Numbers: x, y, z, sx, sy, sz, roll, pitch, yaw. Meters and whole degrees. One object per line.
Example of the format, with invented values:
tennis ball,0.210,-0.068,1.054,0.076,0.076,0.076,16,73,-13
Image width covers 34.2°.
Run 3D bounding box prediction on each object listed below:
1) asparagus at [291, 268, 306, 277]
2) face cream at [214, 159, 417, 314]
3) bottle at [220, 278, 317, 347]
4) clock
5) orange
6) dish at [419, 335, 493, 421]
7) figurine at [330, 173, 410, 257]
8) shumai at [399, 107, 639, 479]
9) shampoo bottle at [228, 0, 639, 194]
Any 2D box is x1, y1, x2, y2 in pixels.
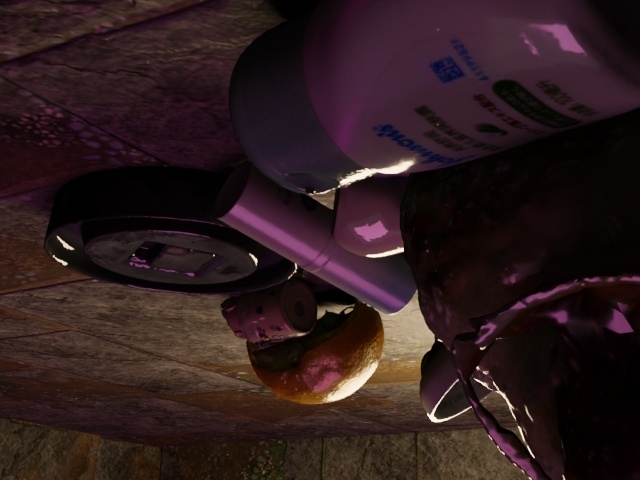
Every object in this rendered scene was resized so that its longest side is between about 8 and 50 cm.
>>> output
asparagus,-0.099,0.055,1.586,0.162,0.016,0.016,-4,-173,17
face cream,0.000,0.000,1.206,0.250,0.077,0.077,31,150,-25
bottle,-0.086,0.117,1.645,0.152,0.099,0.099,-15,156,37
clock,-0.186,-0.002,1.324,0.318,0.066,0.319,3,161,1
orange,-0.004,0.191,1.725,0.237,0.159,0.179,-13,-175,28
dish,0.246,0.157,1.680,0.273,0.134,0.273,-33,157,-16
figurine,0.134,-0.043,1.095,0.235,0.127,0.155,6,126,-3
shumai,0.253,0.078,0.865,0.395,0.348,0.395,6,133,6
shampoo bottle,0.074,-0.134,0.788,0.349,0.151,0.221,-15,158,42
